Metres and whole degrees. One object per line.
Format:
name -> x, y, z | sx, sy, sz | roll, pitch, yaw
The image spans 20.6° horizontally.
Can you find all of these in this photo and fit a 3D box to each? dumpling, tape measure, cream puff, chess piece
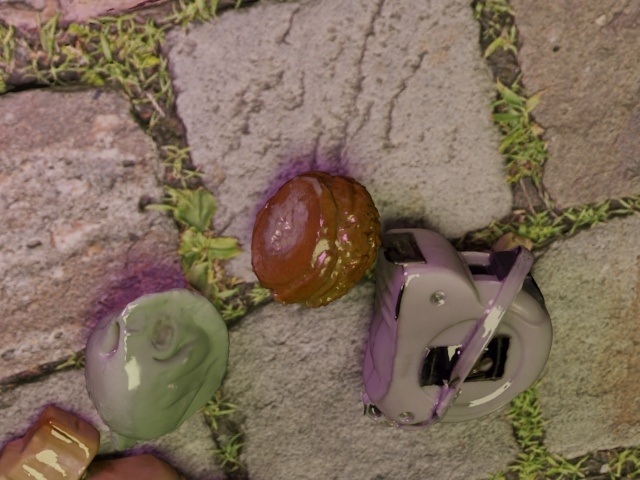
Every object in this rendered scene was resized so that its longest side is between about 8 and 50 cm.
dumpling -> -0.175, 0.121, 1.778 | 0.108, 0.152, 0.219 | 30, 136, 18
tape measure -> 0.142, 0.098, 1.825 | 0.197, 0.120, 0.236 | -3, 125, -15
cream puff -> 0.002, -0.002, 1.725 | 0.103, 0.126, 0.144 | 11, 127, -38
chess piece -> -0.203, 0.288, 1.864 | 0.301, 0.137, 0.137 | 28, 111, -15
